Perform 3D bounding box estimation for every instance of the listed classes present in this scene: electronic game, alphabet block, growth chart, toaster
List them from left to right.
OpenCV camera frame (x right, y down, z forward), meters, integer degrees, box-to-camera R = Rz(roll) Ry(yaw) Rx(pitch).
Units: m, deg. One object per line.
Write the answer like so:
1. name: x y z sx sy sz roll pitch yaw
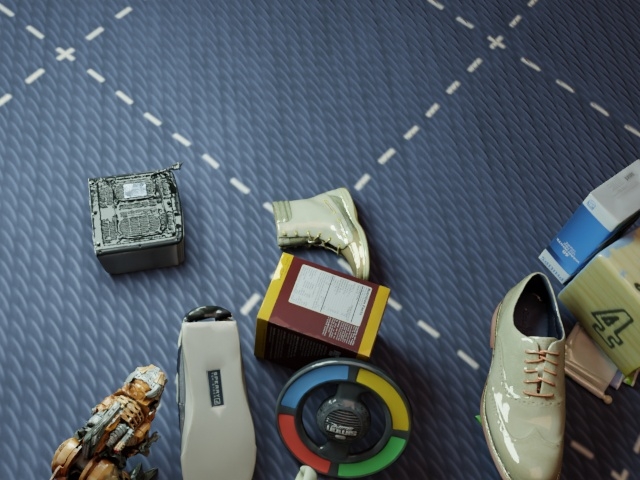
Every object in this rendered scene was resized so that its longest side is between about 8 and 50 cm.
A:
1. toaster: -0.336 -0.040 1.418 0.186 0.110 0.168 -9 65 -10
2. electronic game: 0.038 0.296 1.248 0.229 0.229 0.048 14 22 1
3. growth chart: 0.555 0.197 1.446 0.172 0.021 0.237 40 66 13
4. alphabet block: 0.595 0.099 1.384 0.192 0.193 0.197 -30 69 -20

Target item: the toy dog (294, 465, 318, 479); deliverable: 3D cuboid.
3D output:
1. toy dog: 0.082 0.562 1.041 0.408 0.284 0.395 25 31 -4

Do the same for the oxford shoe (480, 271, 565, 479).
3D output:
1. oxford shoe: 0.358 0.237 1.310 0.141 0.146 0.396 4 54 0

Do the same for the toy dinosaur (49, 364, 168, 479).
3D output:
1. toy dinosaur: -0.355 0.337 1.162 0.322 0.218 0.164 -32 72 -20

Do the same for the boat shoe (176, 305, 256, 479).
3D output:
1. boat shoe: -0.180 0.273 1.282 0.127 0.158 0.340 0 91 -11

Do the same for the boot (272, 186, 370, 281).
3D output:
1. boot: 0.000 0.000 1.455 0.165 0.077 0.213 -10 60 -12

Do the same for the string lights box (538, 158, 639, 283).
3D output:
1. string lights box: 0.524 -0.029 1.424 0.133 0.259 0.076 -32 70 -19

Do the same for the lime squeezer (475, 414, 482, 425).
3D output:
1. lime squeezer: 0.350 0.442 1.279 0.110 0.059 0.310 -3 64 -8

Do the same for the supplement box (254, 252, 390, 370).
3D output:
1. supplement box: -0.001 0.146 1.314 0.194 0.191 0.129 19 62 4
